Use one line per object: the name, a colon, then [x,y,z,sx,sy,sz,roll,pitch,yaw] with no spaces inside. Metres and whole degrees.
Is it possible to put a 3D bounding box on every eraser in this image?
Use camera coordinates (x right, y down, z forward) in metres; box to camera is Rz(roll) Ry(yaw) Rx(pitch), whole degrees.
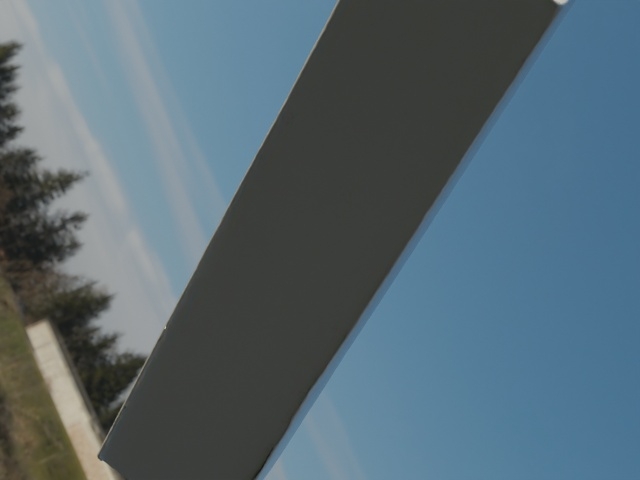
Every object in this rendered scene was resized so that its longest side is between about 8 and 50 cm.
eraser: [-0.001,0.000,0.446,0.076,0.078,0.298,34,-64,7]
